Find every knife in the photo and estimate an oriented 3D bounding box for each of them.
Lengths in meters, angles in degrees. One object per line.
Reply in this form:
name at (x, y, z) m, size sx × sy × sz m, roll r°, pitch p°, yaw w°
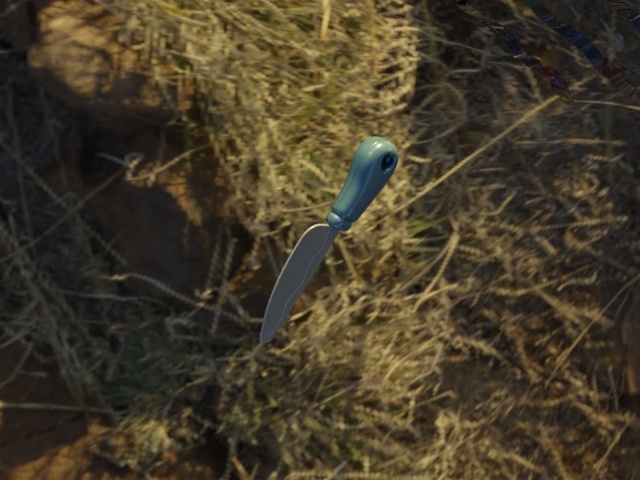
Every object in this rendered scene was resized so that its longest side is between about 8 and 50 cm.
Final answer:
knife at (-0.001, -0.001, 1.230) m, size 0.032 × 0.058 × 0.244 m, roll 35°, pitch 91°, yaw 32°

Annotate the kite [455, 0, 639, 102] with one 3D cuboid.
kite at (0.140, -0.194, 0.908) m, size 0.204 × 0.360 × 0.022 m, roll -6°, pitch 64°, yaw 39°
